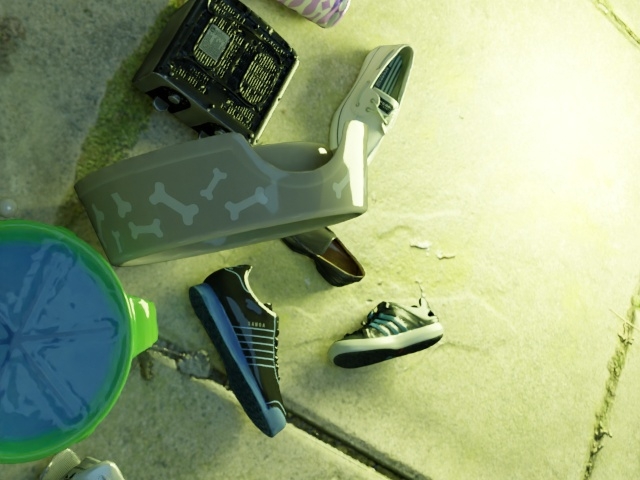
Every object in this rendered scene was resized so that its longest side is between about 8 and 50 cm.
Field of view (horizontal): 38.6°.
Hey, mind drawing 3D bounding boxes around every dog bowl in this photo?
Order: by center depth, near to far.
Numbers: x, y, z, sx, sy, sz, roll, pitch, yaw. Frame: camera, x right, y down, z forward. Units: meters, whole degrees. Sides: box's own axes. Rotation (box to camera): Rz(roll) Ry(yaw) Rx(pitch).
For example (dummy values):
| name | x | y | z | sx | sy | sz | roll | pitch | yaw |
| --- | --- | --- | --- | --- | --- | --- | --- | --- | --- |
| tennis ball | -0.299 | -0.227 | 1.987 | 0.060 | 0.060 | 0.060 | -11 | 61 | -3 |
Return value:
| name | x | y | z | sx | sy | sz | roll | pitch | yaw |
| --- | --- | --- | --- | --- | --- | --- | --- | --- | --- |
| dog bowl | -0.103 | -0.048 | 1.072 | 0.349 | 0.349 | 0.102 | -11 | 87 | -35 |

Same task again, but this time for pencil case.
| name | x | y | z | sx | sy | sz | roll | pitch | yaw |
| --- | --- | --- | --- | --- | --- | --- | --- | --- | --- |
| pencil case | -0.046 | -0.379 | 1.291 | 0.206 | 0.086 | 0.088 | 22 | 107 | -32 |

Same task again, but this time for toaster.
| name | x | y | z | sx | sy | sz | roll | pitch | yaw |
| --- | --- | --- | --- | --- | --- | --- | --- | --- | --- |
| toaster | -0.134 | -0.228 | 1.201 | 0.168 | 0.110 | 0.185 | 36 | 67 | -27 |

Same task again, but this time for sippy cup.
| name | x | y | z | sx | sy | sz | roll | pitch | yaw |
| --- | --- | --- | --- | --- | --- | --- | --- | --- | --- |
| sippy cup | -0.344 | 0.103 | 0.952 | 0.305 | 0.224 | 0.240 | 36 | 67 | -26 |

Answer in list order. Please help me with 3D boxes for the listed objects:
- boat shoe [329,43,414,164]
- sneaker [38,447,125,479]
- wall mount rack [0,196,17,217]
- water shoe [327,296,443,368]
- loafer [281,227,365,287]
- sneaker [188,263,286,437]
| name | x | y | z | sx | sy | sz | roll | pitch | yaw |
| --- | --- | --- | --- | --- | --- | --- | --- | --- | --- |
| boat shoe | 0.078 | -0.203 | 1.365 | 0.083 | 0.076 | 0.226 | 26 | 71 | -29 |
| sneaker | -0.346 | 0.304 | 0.988 | 0.366 | 0.137 | 0.210 | 41 | 63 | -30 |
| wall mount rack | -0.456 | -0.011 | 0.820 | 0.304 | 0.130 | 0.350 | 33 | 63 | 7 |
| water shoe | 0.087 | 0.134 | 1.353 | 0.203 | 0.073 | 0.080 | -6 | 62 | -34 |
| loafer | 0.000 | 0.000 | 1.298 | 0.170 | 0.061 | 0.062 | 41 | 65 | -23 |
| sneaker | -0.086 | 0.143 | 1.212 | 0.090 | 0.081 | 0.232 | -28 | 100 | -26 |
